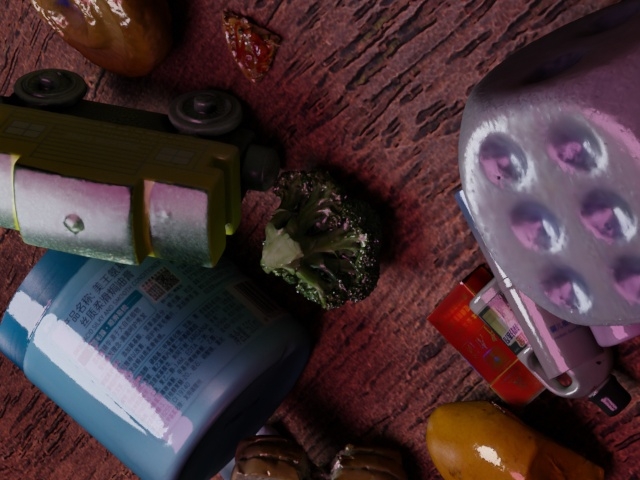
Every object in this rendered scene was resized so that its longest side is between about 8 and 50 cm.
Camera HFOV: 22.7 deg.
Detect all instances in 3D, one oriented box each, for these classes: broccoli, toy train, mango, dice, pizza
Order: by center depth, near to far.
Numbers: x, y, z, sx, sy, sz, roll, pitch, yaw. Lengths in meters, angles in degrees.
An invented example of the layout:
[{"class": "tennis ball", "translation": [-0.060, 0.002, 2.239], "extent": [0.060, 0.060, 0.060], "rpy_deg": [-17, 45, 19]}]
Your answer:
[{"class": "dice", "translation": [0.319, -0.086, 1.620], "extent": [0.265, 0.262, 0.268], "rpy_deg": [-9, 113, 49]}, {"class": "pizza", "translation": [-0.103, -0.262, 2.114], "extent": [0.099, 0.029, 0.100], "rpy_deg": [48, 143, 8]}, {"class": "mango", "translation": [0.236, 0.297, 2.126], "extent": [0.187, 0.138, 0.257], "rpy_deg": [45, 163, -25]}, {"class": "broccoli", "translation": [0.000, 0.000, 2.128], "extent": [0.195, 0.156, 0.195], "rpy_deg": [-5, 83, 43]}, {"class": "toy train", "translation": [-0.288, -0.098, 2.182], "extent": [0.442, 0.272, 0.179], "rpy_deg": [11, 127, 13]}]

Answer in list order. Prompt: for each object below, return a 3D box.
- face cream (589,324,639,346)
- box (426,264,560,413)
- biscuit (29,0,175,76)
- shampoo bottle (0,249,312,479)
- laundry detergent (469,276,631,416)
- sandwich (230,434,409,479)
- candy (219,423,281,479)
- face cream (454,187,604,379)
[{"class": "face cream", "translation": [0.302, -0.015, 1.847], "extent": [0.274, 0.096, 0.154], "rpy_deg": [63, 160, -2]}, {"class": "box", "translation": [0.230, 0.129, 2.068], "extent": [0.175, 0.048, 0.112], "rpy_deg": [46, 142, 8]}, {"class": "biscuit", "translation": [-0.308, -0.313, 2.197], "extent": [0.274, 0.091, 0.213], "rpy_deg": [23, 153, 39]}, {"class": "shampoo bottle", "translation": [-0.235, 0.153, 2.346], "extent": [0.343, 0.331, 0.331], "rpy_deg": [39, 141, 14]}, {"class": "laundry detergent", "translation": [0.293, 0.127, 1.973], "extent": [0.099, 0.070, 0.225], "rpy_deg": [-45, 83, 9]}, {"class": "sandwich", "translation": [-0.002, 0.399, 2.399], "extent": [0.273, 0.095, 0.249], "rpy_deg": [6, 131, 3]}, {"class": "candy", "translation": [-0.103, 0.367, 2.594], "extent": [0.138, 0.071, 0.174], "rpy_deg": [57, 142, -5]}, {"class": "face cream", "translation": [0.248, 0.039, 1.909], "extent": [0.077, 0.077, 0.250], "rpy_deg": [-37, 78, 53]}]
